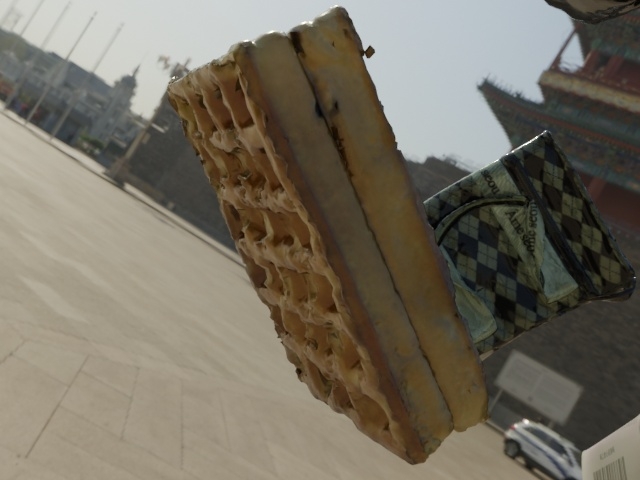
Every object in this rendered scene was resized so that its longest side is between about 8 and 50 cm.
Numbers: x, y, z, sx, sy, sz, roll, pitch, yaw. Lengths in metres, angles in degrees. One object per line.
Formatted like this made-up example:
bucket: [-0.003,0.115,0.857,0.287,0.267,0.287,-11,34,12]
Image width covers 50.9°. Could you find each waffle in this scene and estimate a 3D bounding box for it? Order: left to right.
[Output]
waffle: [0.001,-0.001,0.515,0.212,0.091,0.308,13,-51,65]

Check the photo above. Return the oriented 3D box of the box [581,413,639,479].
box: [0.427,0.234,0.634,0.299,0.107,0.200,-1,-27,5]

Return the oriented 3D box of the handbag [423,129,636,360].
handbag: [0.300,0.047,1.182,0.317,0.416,0.180,62,9,24]

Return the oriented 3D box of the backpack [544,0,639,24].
backpack: [0.467,-0.575,1.005,0.254,0.446,0.363,25,7,-2]
